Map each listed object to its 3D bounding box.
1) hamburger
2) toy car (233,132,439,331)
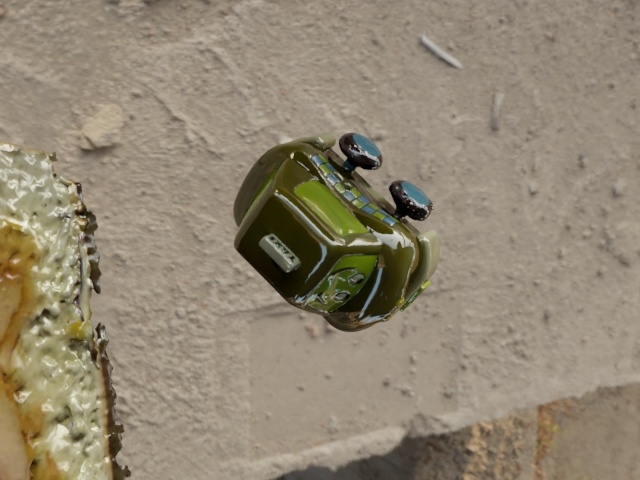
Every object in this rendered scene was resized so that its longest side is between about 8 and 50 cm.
[{"bbox_3d":[-0.359,0.151,0.752,0.268,0.287,0.446,-11,94,-45],"label":"hamburger"},{"bbox_3d":[0.000,0.000,0.976,0.204,0.248,0.198,-51,169,28],"label":"toy car"}]
